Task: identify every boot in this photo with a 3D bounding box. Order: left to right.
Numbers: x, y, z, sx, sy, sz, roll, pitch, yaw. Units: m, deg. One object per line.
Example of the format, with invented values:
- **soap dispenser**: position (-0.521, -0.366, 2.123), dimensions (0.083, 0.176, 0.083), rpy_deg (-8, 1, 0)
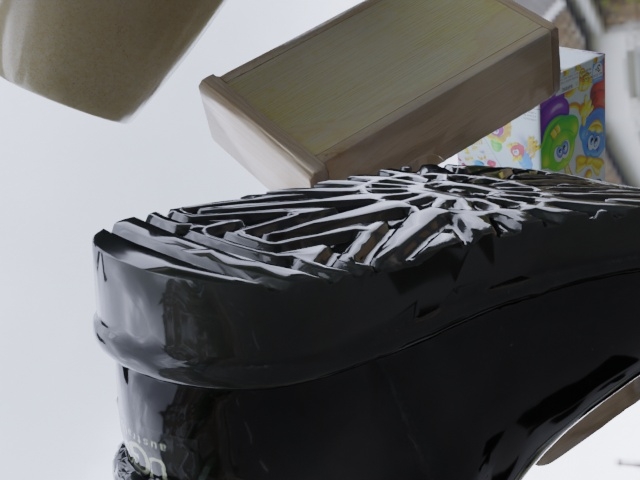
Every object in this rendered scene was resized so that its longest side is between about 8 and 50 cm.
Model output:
- **boot**: position (0.047, 0.106, 0.517), dimensions (0.348, 0.131, 0.260), rpy_deg (-9, -72, -37)

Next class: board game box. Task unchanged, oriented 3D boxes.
- **board game box**: position (0.279, -0.106, 1.626), dimensions (0.142, 0.144, 0.275), rpy_deg (-25, -60, -37)

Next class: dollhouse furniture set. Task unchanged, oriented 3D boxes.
- **dollhouse furniture set**: position (0.079, -0.009, 1.137), dimensions (0.256, 0.362, 0.394), rpy_deg (-30, -44, -19)

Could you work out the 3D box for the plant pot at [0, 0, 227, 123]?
- **plant pot**: position (-0.182, -0.253, 1.096), dimensions (0.256, 0.256, 0.274), rpy_deg (12, -77, -55)
